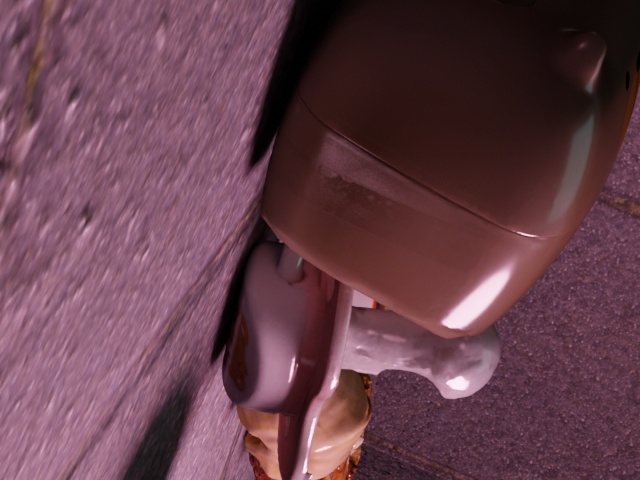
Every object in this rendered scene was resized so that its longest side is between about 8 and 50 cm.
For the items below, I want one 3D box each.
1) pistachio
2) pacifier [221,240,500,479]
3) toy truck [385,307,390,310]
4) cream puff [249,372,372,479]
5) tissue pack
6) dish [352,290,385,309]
[{"bbox_3d":[-0.016,0.190,1.803,0.229,0.157,0.157,-72,-178,-71],"label":"pistachio"},{"bbox_3d":[0.017,0.090,1.467,0.220,0.273,0.332,-41,158,-39],"label":"pacifier"},{"bbox_3d":[0.057,0.015,1.962,0.187,0.148,0.210,-52,141,-67],"label":"toy truck"},{"bbox_3d":[-0.016,0.267,2.115,0.240,0.164,0.240,8,90,-82],"label":"cream puff"},{"bbox_3d":[0.127,-0.127,1.294,0.277,0.267,0.387,-66,173,31],"label":"tissue pack"},{"bbox_3d":[0.054,-0.052,1.664,0.256,0.117,0.256,23,90,-81],"label":"dish"}]
